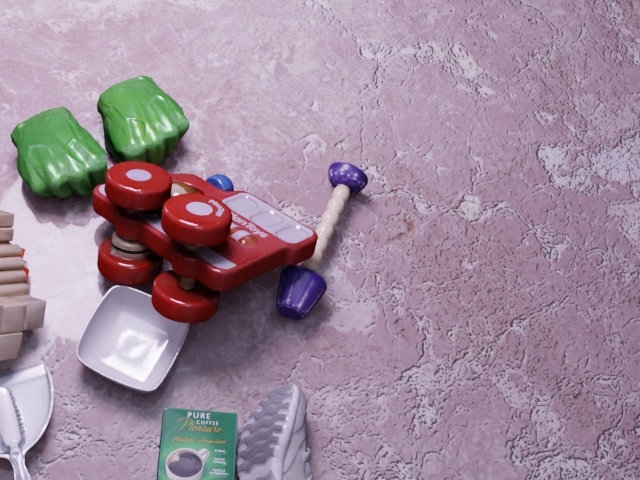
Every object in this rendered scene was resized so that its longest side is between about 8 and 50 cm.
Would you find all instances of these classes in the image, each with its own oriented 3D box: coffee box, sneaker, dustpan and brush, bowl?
[{"bbox_3d":[-0.180,0.337,1.459,0.113,0.040,0.184,4,65,-10],"label":"coffee box"},{"bbox_3d":[-0.055,0.348,1.467,0.115,0.105,0.281,31,53,-35],"label":"sneaker"},{"bbox_3d":[-0.433,0.278,1.422,0.147,0.060,0.211,-15,70,-18],"label":"dustpan and brush"},{"bbox_3d":[-0.282,0.153,1.515,0.142,0.053,0.142,26,63,0],"label":"bowl"}]

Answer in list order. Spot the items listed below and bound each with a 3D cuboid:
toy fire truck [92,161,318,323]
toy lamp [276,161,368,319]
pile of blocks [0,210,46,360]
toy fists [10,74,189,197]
[{"bbox_3d":[-0.188,-0.022,1.549,0.302,0.169,0.254,30,33,30],"label":"toy fire truck"},{"bbox_3d":[0.000,0.000,1.629,0.080,0.080,0.274,22,64,-1],"label":"toy lamp"},{"bbox_3d":[-0.513,0.013,1.520,0.112,0.149,0.362,-2,69,-60],"label":"pile of blocks"},{"bbox_3d":[-0.348,-0.155,1.621,0.279,0.096,0.142,-25,58,-21],"label":"toy fists"}]
